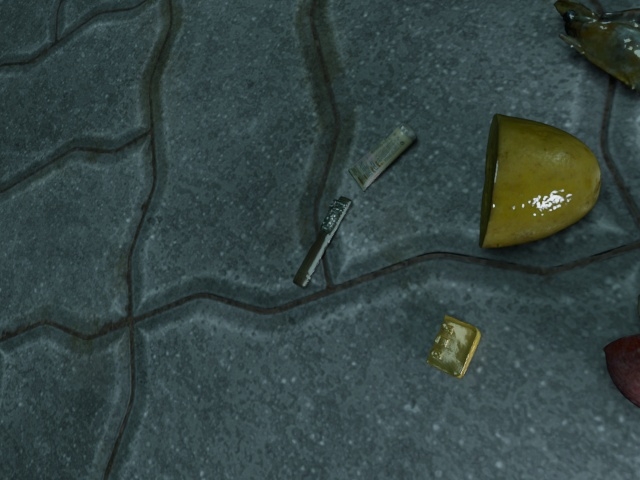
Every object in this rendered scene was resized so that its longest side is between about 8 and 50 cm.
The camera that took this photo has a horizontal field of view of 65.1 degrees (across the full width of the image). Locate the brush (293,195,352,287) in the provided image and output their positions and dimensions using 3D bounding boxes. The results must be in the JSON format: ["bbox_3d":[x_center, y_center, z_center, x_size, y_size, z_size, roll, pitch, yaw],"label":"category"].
[{"bbox_3d":[0.000,0.000,0.940,0.034,0.027,0.190,28,88,35],"label":"brush"}]

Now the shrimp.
[{"bbox_3d":[0.499,-0.309,0.757,0.168,0.077,0.317,-41,62,-1],"label":"shrimp"}]

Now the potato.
[{"bbox_3d":[0.317,-0.082,0.727,0.158,0.178,0.204,9,51,16],"label":"potato"}]

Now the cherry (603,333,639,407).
[{"bbox_3d":[0.453,0.175,0.587,0.225,0.090,0.107,20,117,24],"label":"cherry"}]

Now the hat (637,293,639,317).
[{"bbox_3d":[0.488,0.084,0.606,0.175,0.085,0.147,-19,65,21],"label":"hat"}]

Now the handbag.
[{"bbox_3d":[0.203,0.163,0.769,0.061,0.027,0.083,23,86,32],"label":"handbag"}]

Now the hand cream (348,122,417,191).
[{"bbox_3d":[0.118,-0.157,0.932,0.143,0.039,0.061,-42,64,21],"label":"hand cream"}]
